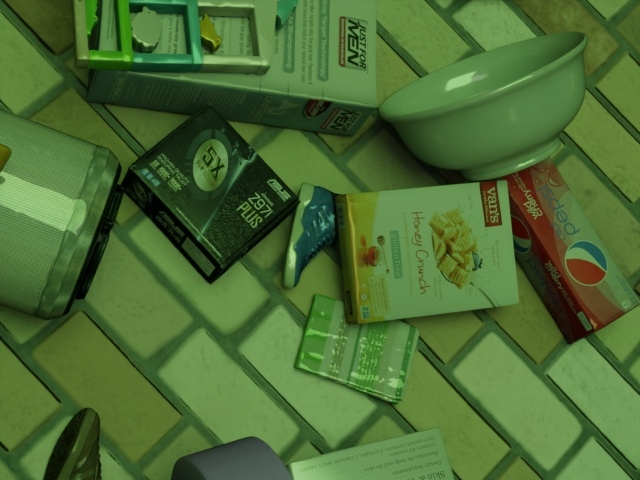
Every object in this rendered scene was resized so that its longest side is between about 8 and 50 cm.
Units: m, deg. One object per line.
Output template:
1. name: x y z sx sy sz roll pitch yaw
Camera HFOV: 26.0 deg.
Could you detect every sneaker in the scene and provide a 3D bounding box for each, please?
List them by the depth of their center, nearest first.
1. sneaker: -0.291 0.296 1.655 0.071 0.066 0.188 27 70 -26
2. sneaker: 0.000 0.000 1.841 0.085 0.058 0.152 14 62 -4

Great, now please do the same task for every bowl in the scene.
1. bowl: 0.238 -0.168 1.880 0.298 0.298 0.134 -28 106 -24

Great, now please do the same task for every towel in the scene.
1. towel: 0.048 0.143 1.833 0.152 0.023 0.113 20 65 -9

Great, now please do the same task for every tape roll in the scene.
1. tape roll: -0.081 0.366 1.573 0.090 0.275 0.275 -15 77 -21

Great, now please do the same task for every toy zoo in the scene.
1. toy zoo: -0.172 -0.308 1.781 0.293 0.030 0.192 -1 72 -18

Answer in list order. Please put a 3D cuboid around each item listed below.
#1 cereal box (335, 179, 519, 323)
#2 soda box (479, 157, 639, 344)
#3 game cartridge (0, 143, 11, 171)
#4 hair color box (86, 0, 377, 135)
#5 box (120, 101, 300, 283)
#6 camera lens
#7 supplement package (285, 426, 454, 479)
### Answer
1. cereal box: 0.144 0.013 1.847 0.240 0.047 0.173 -7 91 -20
2. soda box: 0.328 0.006 1.932 0.092 0.083 0.263 -28 83 -24
3. game cartridge: -0.534 -0.033 1.498 0.285 0.053 0.323 30 90 7
4. hair color box: -0.115 -0.265 1.864 0.374 0.113 0.185 6 70 -15
5. box: -0.143 -0.061 1.805 0.147 0.077 0.180 -41 88 -26
6. camera lens: -0.385 -0.042 1.643 0.274 0.219 0.219 20 67 -10
7. supplement package: 0.058 0.385 1.653 0.199 0.198 0.262 -10 76 -21
